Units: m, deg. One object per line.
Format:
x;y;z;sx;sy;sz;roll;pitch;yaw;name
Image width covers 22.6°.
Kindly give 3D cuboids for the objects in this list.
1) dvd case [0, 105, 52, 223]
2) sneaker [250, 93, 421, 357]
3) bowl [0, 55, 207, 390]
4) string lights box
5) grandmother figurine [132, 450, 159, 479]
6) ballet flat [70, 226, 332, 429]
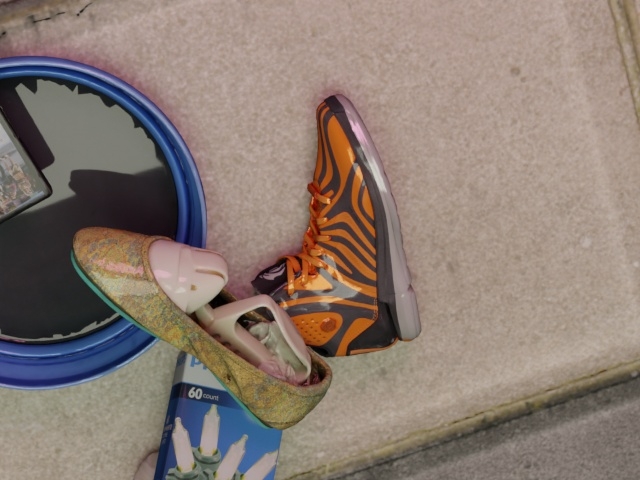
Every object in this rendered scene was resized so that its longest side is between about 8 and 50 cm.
-0.428;-0.113;1.716;0.180;0.022;0.253;-28;109;2;dvd case
0.000;0.000;1.841;0.180;0.124;0.321;-16;111;-3;sneaker
-0.325;-0.022;1.814;0.391;0.077;0.391;-2;109;-7;bowl
-0.124;0.269;1.882;0.133;0.077;0.259;13;76;-12;string lights box
-0.211;0.419;1.980;0.208;0.104;0.342;1;109;-37;grandmother figurine
-0.118;0.079;1.770;0.123;0.123;0.348;-43;115;8;ballet flat
